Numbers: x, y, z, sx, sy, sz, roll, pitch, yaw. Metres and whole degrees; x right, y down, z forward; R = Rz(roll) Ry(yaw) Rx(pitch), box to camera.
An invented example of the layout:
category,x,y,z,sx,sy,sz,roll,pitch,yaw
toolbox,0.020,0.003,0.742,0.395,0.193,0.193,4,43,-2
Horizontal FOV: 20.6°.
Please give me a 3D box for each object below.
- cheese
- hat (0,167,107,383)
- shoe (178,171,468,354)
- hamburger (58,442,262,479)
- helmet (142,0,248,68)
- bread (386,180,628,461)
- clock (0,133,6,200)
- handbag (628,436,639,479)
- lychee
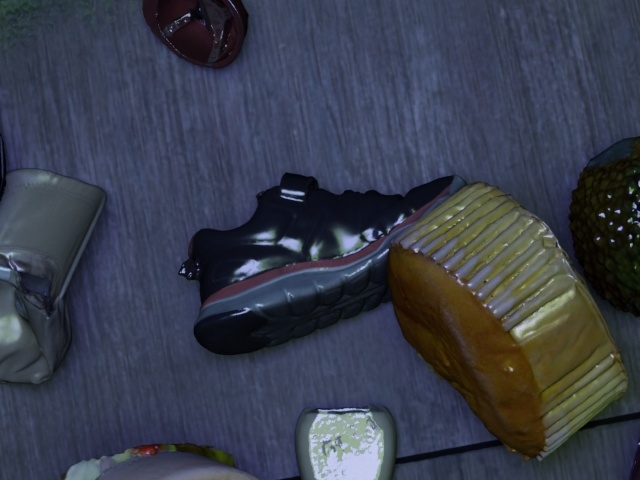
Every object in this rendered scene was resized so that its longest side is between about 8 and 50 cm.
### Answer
category,x,y,z,sx,sy,sz,roll,pitch,yaw
cheese,0.025,0.250,1.656,0.097,0.037,0.192,-1,84,2
hat,-0.269,0.034,1.675,0.166,0.144,0.173,18,42,29
shoe,0.000,0.000,1.653,0.291,0.114,0.137,-22,64,-12
hamburger,-0.134,0.324,1.545,0.302,0.170,0.302,9,77,-39
helmet,-0.110,-0.221,1.691,0.111,0.057,0.089,34,129,8
bread,0.160,0.076,1.576,0.133,0.179,0.250,-39,125,-16
clock,-0.396,-0.098,1.659,0.195,0.100,0.194,-6,75,4
handbag,0.374,0.281,1.632,0.203,0.074,0.216,15,84,2
lychee,0.307,-0.009,1.622,0.171,0.171,0.171,0,85,1
